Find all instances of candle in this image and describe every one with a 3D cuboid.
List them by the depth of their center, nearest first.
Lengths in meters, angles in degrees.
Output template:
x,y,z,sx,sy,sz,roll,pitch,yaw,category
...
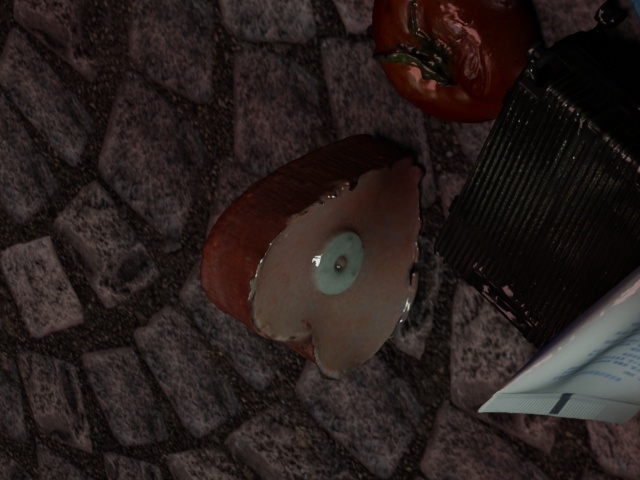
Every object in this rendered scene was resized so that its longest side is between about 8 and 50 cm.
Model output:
x,y,z,sx,sy,sz,roll,pitch,yaw,category
0.000,0.000,2.221,0.131,0.317,0.287,31,92,35,candle

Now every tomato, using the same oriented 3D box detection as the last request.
x,y,z,sx,sy,sz,roll,pitch,yaw,category
0.136,-0.223,2.049,0.228,0.101,0.228,25,132,32,tomato

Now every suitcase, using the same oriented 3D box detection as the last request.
x,y,z,sx,sy,sz,roll,pitch,yaw,category
0.284,-0.047,1.961,0.229,0.152,0.335,45,141,20,suitcase

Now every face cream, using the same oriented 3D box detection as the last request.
x,y,z,sx,sy,sz,roll,pitch,yaw,category
0.371,0.070,1.867,0.420,0.235,0.137,-46,53,34,face cream

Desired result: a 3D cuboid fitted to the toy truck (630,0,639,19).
x,y,z,sx,sy,sz,roll,pitch,yaw,category
0.439,-0.286,1.639,0.162,0.161,0.385,58,143,18,toy truck
